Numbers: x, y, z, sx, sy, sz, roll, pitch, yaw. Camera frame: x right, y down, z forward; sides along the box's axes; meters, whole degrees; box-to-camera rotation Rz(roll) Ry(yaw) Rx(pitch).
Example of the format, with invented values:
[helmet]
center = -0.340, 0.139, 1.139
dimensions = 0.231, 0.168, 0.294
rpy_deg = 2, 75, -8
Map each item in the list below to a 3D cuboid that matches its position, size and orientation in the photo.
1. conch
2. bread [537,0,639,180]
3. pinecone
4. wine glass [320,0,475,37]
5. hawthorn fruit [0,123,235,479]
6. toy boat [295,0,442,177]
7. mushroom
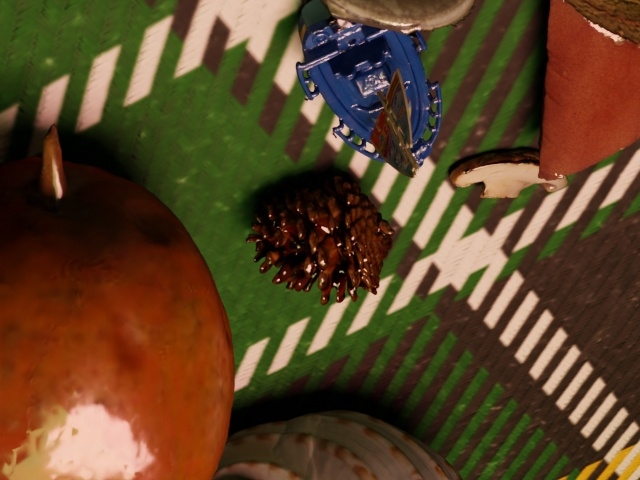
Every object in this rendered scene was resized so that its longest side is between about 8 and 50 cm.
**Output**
[conch]
center = -0.002, 0.264, 1.417
dimensions = 0.303, 0.215, 0.319
rpy_deg = -24, 176, 17
[bread]
center = 0.215, -0.125, 1.108
dimensions = 0.119, 0.067, 0.192
rpy_deg = -14, 144, -4
[pinecone]
center = 0.000, -0.004, 1.168
dimensions = 0.109, 0.102, 0.102
rpy_deg = 16, 139, 1
[wine glass]
center = 0.066, -0.239, 0.851
dimensions = 0.126, 0.126, 0.241
rpy_deg = -3, 144, -19
[hawthorn fruit]
center = -0.182, 0.060, 1.038
dimensions = 0.277, 0.277, 0.298
rpy_deg = -1, 115, -22
[toy boat]
center = 0.045, -0.087, 1.053
dimensions = 0.091, 0.110, 0.175
rpy_deg = -23, 145, 8
[mushroom]
center = 0.152, -0.053, 1.218
dimensions = 0.101, 0.019, 0.049
rpy_deg = 2, 139, -21
